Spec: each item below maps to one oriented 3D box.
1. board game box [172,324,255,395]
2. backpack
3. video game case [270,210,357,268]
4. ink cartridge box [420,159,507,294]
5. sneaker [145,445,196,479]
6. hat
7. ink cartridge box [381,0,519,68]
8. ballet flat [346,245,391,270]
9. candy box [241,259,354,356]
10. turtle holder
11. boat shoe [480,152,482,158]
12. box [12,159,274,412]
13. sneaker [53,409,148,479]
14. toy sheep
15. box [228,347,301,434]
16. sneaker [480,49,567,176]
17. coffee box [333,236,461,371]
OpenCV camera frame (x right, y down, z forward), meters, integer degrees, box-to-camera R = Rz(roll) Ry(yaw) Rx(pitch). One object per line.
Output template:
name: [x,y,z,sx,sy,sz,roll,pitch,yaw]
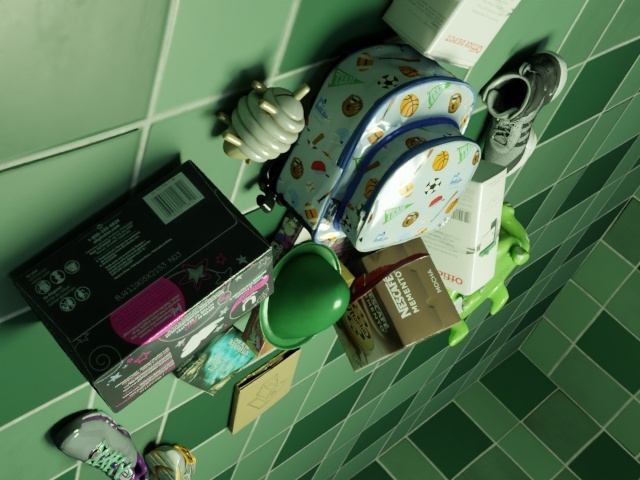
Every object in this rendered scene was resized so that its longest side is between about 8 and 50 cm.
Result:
board game box: [-0.178,0.206,1.547,0.126,0.026,0.186,-44,159,-4]
backpack: [0.086,-0.128,1.204,0.277,0.213,0.263,-20,137,-42]
video game case: [0.000,0.000,1.476,0.232,0.042,0.210,-17,146,-49]
ink cartridge box: [0.228,-0.036,1.567,0.093,0.160,0.219,-29,131,-43]
sneaker: [-0.278,0.426,1.697,0.083,0.084,0.215,-37,167,-25]
hat: [0.030,0.104,1.346,0.173,0.184,0.208,-16,120,-41]
ink cartridge box: [0.201,-0.343,1.160,0.159,0.092,0.218,-6,134,-58]
ballet flat: [0.093,-0.001,1.602,0.072,0.068,0.213,-25,174,-40]
candy box: [-0.037,0.112,1.492,0.187,0.053,0.109,-25,154,-36]
turtle holder: [0.284,0.024,1.788,0.320,0.227,0.243,-45,158,-3]
boat shoe: [0.305,-0.139,1.773,0.153,0.048,0.056,-10,139,-56]
box: [-0.199,0.054,1.048,0.247,0.163,0.142,-37,161,-19]
sneaker: [-0.330,0.332,1.396,0.083,0.098,0.223,-44,159,-4]
toy sheep: [-0.064,-0.141,1.051,0.132,0.091,0.091,-34,164,25]
box: [-0.117,0.309,1.850,0.164,0.021,0.201,-32,155,-30]
sneaker: [0.340,-0.221,1.628,0.153,0.101,0.268,-19,141,-47]
coffee box: [0.115,0.120,1.593,0.119,0.168,0.297,-22,170,-19]
